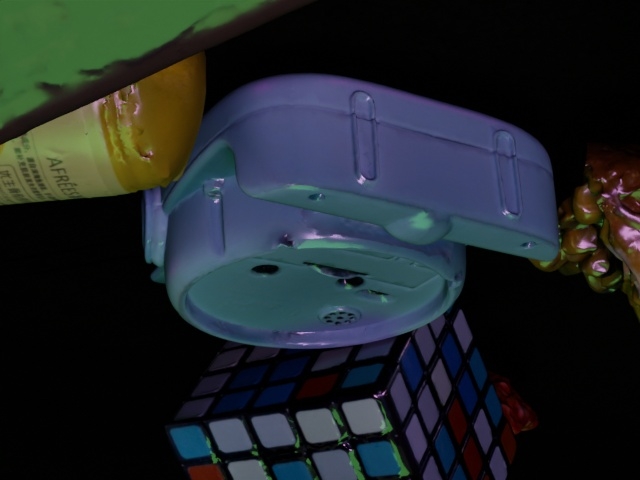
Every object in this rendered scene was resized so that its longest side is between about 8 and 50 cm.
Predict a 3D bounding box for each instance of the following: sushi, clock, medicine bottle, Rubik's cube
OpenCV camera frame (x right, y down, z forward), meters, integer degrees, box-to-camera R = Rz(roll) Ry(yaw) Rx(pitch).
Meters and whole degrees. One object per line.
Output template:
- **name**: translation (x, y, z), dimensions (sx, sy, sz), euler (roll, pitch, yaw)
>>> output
- **sushi**: translation (0.265, 0.022, 0.922), dimensions (0.179, 0.167, 0.296), euler (-44, 146, 24)
- **clock**: translation (0.000, 0.000, 0.898), dimensions (0.223, 0.094, 0.274), euler (11, 151, -28)
- **medicine bottle**: translation (-0.175, -0.074, 0.683), dimensions (0.238, 0.124, 0.124), euler (-6, 156, 5)
- **Rubik's cube**: translation (0.022, 0.151, 1.044), dimensions (0.184, 0.182, 0.187), euler (-12, 112, 26)

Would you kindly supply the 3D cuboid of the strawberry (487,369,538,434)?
- **strawberry**: translation (0.102, 0.155, 1.268), dimensions (0.190, 0.111, 0.236), euler (-31, 168, 29)

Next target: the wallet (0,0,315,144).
- **wallet**: translation (-0.104, -0.129, 0.555), dimensions (0.309, 0.042, 0.165), euler (-22, 125, 14)
